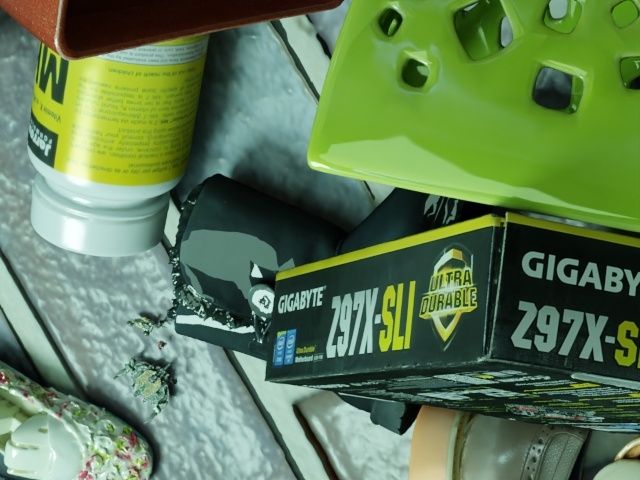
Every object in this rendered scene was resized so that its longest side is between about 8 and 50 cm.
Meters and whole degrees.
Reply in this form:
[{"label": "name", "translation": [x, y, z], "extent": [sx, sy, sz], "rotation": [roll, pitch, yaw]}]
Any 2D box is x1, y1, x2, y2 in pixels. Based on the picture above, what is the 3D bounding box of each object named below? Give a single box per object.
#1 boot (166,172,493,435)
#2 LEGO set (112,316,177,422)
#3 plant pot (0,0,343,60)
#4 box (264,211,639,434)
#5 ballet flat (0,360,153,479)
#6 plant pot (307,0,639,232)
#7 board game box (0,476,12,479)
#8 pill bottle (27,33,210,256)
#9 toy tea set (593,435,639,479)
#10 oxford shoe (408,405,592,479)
[{"label": "boot", "translation": [0.000, 0.000, 1.204], "extent": [0.207, 0.094, 0.246], "rotation": [25, 124, 14]}, {"label": "LEGO set", "translation": [-0.132, 0.100, 1.360], "extent": [0.054, 0.023, 0.083], "rotation": [21, 103, 18]}, {"label": "plant pot", "translation": [-0.129, -0.294, 1.085], "extent": [0.235, 0.267, 0.267], "rotation": [28, 120, 32]}, {"label": "box", "translation": [0.139, 0.058, 0.979], "extent": [0.322, 0.257, 0.079], "rotation": [163, 114, -69]}, {"label": "ballet flat", "translation": [-0.252, 0.151, 1.407], "extent": [0.241, 0.077, 0.091], "rotation": [23, 117, 19]}, {"label": "plant pot", "translation": [0.133, -0.119, 0.917], "extent": [0.227, 0.228, 0.207], "rotation": [10, 94, 8]}, {"label": "board game box", "translation": [-0.287, 0.291, 1.437], "extent": [0.275, 0.144, 0.142], "rotation": [13, 114, 24]}, {"label": "pill bottle", "translation": [-0.145, -0.102, 1.231], "extent": [0.119, 0.119, 0.208], "rotation": [21, 116, 20]}, {"label": "toy tea set", "translation": [0.324, 0.237, 1.100], "extent": [0.336, 0.124, 0.200], "rotation": [17, 115, 22]}, {"label": "oxford shoe", "translation": [0.146, 0.286, 1.216], "extent": [0.132, 0.130, 0.364], "rotation": [0, 108, 22]}]
